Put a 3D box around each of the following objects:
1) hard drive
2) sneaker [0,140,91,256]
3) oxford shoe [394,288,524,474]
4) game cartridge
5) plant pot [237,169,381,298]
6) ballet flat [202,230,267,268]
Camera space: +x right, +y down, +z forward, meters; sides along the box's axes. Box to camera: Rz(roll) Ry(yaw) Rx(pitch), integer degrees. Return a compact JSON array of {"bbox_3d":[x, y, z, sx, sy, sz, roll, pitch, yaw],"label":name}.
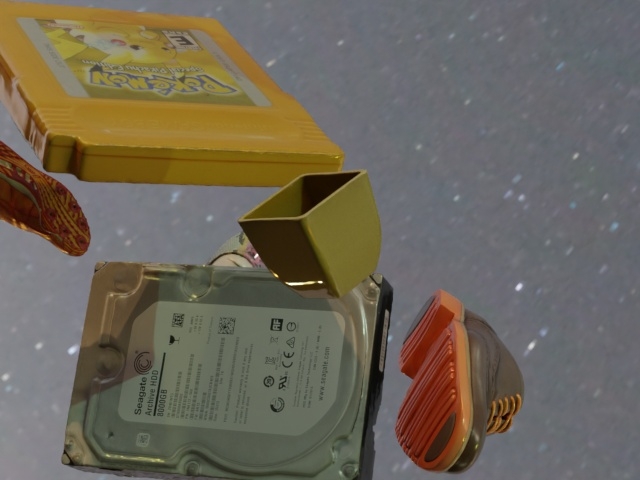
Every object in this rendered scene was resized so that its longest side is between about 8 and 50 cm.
[{"bbox_3d":[-0.101,0.145,1.533,0.338,0.237,0.064,3,-17,18],"label":"hard drive"},{"bbox_3d":[-0.315,-0.042,1.501,0.175,0.064,0.067,41,-54,0],"label":"sneaker"},{"bbox_3d":[0.165,0.159,1.526,0.132,0.364,0.130,30,-71,-5],"label":"oxford shoe"},{"bbox_3d":[-0.167,-0.145,1.369,0.324,0.285,0.053,47,-50,50],"label":"game cartridge"},{"bbox_3d":[0.000,0.000,1.125,0.081,0.081,0.083,0,-61,49],"label":"plant pot"},{"bbox_3d":[-0.135,0.072,1.656,0.221,0.079,0.077,-42,-94,6],"label":"ballet flat"}]
